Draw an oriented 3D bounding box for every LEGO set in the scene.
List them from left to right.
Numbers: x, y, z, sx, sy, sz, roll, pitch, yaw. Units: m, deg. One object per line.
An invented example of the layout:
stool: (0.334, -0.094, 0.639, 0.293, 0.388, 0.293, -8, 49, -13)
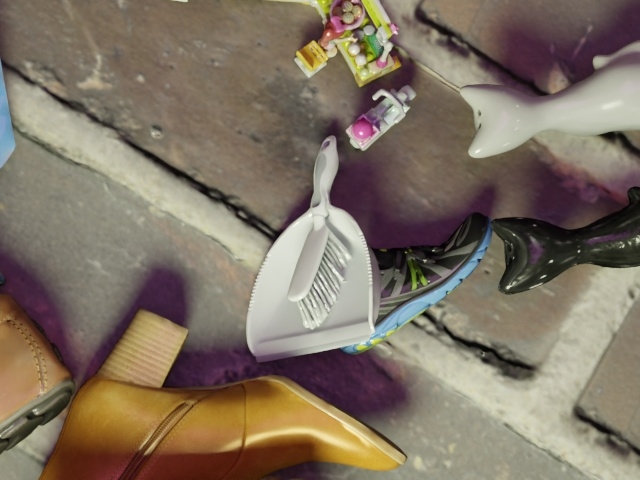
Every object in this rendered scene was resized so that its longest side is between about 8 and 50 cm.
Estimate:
LEGO set: (-0.021, -0.221, 1.806, 0.287, 0.107, 0.132, 39, 80, 2)

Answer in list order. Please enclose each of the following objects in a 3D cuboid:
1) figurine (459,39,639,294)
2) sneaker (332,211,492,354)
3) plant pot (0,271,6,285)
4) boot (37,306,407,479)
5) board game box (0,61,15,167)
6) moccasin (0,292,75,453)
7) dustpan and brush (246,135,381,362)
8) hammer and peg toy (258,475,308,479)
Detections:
figurine: (0.242, -0.066, 1.801, 0.209, 0.092, 0.215, -11, 81, -12)
sneaker: (0.081, 0.029, 1.793, 0.188, 0.067, 0.078, -35, 88, -7)
plant pot: (-0.437, 0.038, 1.705, 0.234, 0.166, 0.165, -36, 85, 5)
boot: (-0.092, 0.211, 1.741, 0.295, 0.104, 0.211, 25, 85, 5)
board game box: (-0.356, -0.126, 1.799, 0.133, 0.033, 0.169, -10, 94, -2)
moccasin: (-0.400, 0.188, 1.693, 0.380, 0.139, 0.147, -39, 81, -8)
dustpan and brush: (0.000, 0.000, 1.780, 0.060, 0.147, 0.211, 44, 48, -35)
hammer and peg toy: (-0.171, 0.349, 1.657, 0.361, 0.127, 0.266, -8, 107, -6)
